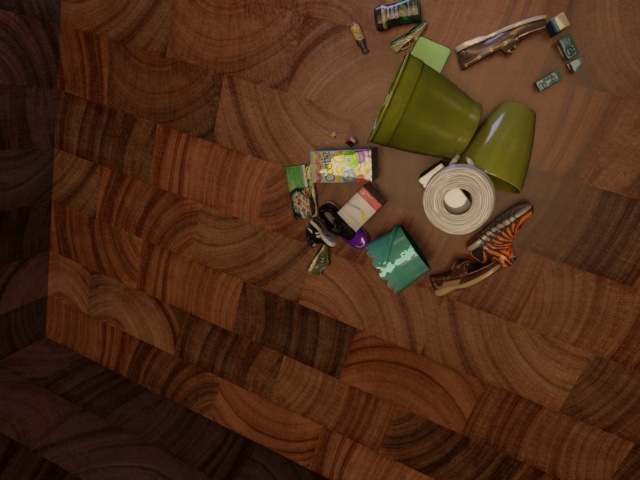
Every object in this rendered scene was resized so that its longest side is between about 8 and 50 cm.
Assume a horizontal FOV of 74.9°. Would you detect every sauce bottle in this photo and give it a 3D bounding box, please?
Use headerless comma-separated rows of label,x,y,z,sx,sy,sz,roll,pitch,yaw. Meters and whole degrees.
sauce bottle,0.165,-0.853,1.764,0.042,0.042,0.128,-25,98,23

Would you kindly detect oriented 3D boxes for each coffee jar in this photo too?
coffee jar,0.309,-0.910,1.680,0.184,0.079,0.096,-6,103,20

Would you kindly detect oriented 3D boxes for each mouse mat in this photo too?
mouse mat,0.432,-0.727,1.731,0.152,0.007,0.190,29,111,9

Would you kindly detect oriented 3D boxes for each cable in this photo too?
cable,0.504,-0.148,1.524,0.257,0.089,0.257,47,110,1

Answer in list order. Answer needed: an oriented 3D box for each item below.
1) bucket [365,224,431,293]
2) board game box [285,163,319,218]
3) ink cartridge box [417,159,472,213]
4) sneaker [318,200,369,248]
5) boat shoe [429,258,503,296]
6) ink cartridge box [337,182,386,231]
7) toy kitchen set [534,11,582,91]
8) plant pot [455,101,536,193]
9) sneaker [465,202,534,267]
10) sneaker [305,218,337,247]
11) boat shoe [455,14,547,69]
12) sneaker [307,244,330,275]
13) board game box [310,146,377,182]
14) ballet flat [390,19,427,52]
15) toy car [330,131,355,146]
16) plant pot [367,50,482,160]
bucket,0.344,0.077,1.847,0.183,0.281,0.281,-35,92,14
board game box,-0.086,-0.236,2.027,0.136,0.030,0.260,-2,104,21
ink cartridge box,0.505,-0.211,1.706,0.117,0.278,0.201,-36,92,20
sneaker,0.097,-0.054,1.953,0.293,0.146,0.102,43,113,3
boat shoe,0.619,0.141,1.825,0.342,0.123,0.123,-34,77,49
ink cartridge box,0.188,-0.151,1.905,0.127,0.128,0.176,45,113,2
toy kitchen set,0.846,-0.687,1.543,0.166,0.122,0.207,-29,94,23
plant pot,0.706,-0.370,1.624,0.274,0.275,0.294,25,96,10
sneaker,0.793,-0.009,1.764,0.180,0.125,0.321,44,124,-2
sneaker,0.000,0.000,2.001,0.217,0.079,0.121,52,128,45
boat shoe,0.685,-0.750,1.586,0.324,0.116,0.097,-13,105,25
sneaker,0.015,0.091,2.072,0.086,0.064,0.192,29,108,-8
board game box,0.108,-0.337,1.872,0.274,0.144,0.142,2,106,18
ballet flat,0.366,-0.828,1.707,0.168,0.057,0.052,-25,123,26
toy car,0.107,-0.468,1.885,0.121,0.060,0.041,29,80,1
plant pot,0.418,-0.488,1.641,0.352,0.366,0.367,23,111,-1
